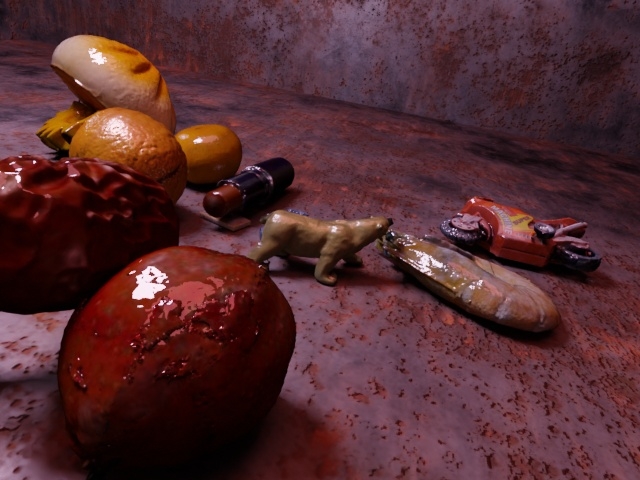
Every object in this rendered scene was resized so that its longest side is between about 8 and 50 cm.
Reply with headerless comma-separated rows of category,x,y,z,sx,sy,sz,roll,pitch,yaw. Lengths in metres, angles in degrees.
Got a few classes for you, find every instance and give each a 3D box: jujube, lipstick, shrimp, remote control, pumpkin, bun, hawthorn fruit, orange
jujube,-0.232,-0.005,0.431,0.155,0.155,0.230,10,4,1
lipstick,-0.133,-0.106,0.886,0.081,0.081,0.299,15,24,12
shrimp,0.222,0.049,0.719,0.317,0.077,0.168,32,23,32
remote control,-0.068,-0.027,0.816,0.044,0.027,0.152,11,23,16
pumpkin,-0.511,-0.214,0.995,0.254,0.149,0.130,25,69,45
bun,-0.442,-0.341,1.029,0.164,0.299,0.299,-47,50,-13
hawthorn fruit,-0.123,0.106,0.366,0.181,0.181,0.235,16,37,12
orange,-0.245,-0.182,0.966,0.156,0.124,0.156,-7,29,4
orange,-0.323,-0.125,0.756,0.194,0.193,0.161,21,52,22

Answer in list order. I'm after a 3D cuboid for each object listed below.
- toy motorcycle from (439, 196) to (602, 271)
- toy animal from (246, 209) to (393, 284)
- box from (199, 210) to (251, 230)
toy motorcycle,0.382,-0.016,0.875,0.299,0.089,0.171,13,25,6
toy animal,0.000,0.000,0.695,0.219,0.100,0.103,9,24,-2
box,-0.173,-0.040,0.819,0.083,0.012,0.046,21,27,26
